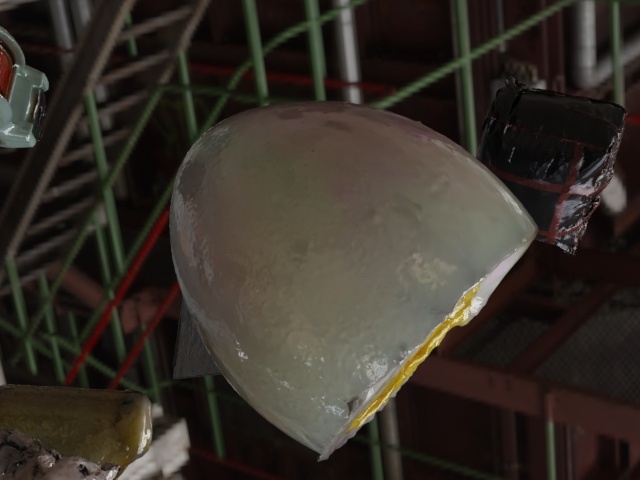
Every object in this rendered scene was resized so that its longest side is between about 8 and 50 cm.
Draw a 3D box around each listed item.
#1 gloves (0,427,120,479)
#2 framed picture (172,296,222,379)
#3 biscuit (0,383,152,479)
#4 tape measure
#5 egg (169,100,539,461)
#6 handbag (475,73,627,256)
[{"bbox_3d":[-0.267,0.241,1.223,0.144,0.094,0.110,20,-134,-4],"label":"gloves"},{"bbox_3d":[-0.121,0.064,1.825,0.014,0.255,0.339,14,165,-29],"label":"framed picture"},{"bbox_3d":[-0.368,0.325,1.836,0.291,0.236,0.062,1,176,28],"label":"biscuit"},{"bbox_3d":[-0.473,-0.212,1.552,0.243,0.246,0.125,6,-111,3],"label":"tape measure"},{"bbox_3d":[0.000,0.000,1.366,0.340,0.354,0.354,44,-138,9],"label":"egg"},{"bbox_3d":[0.277,-0.091,1.602,0.169,0.215,0.155,22,-128,10],"label":"handbag"}]
